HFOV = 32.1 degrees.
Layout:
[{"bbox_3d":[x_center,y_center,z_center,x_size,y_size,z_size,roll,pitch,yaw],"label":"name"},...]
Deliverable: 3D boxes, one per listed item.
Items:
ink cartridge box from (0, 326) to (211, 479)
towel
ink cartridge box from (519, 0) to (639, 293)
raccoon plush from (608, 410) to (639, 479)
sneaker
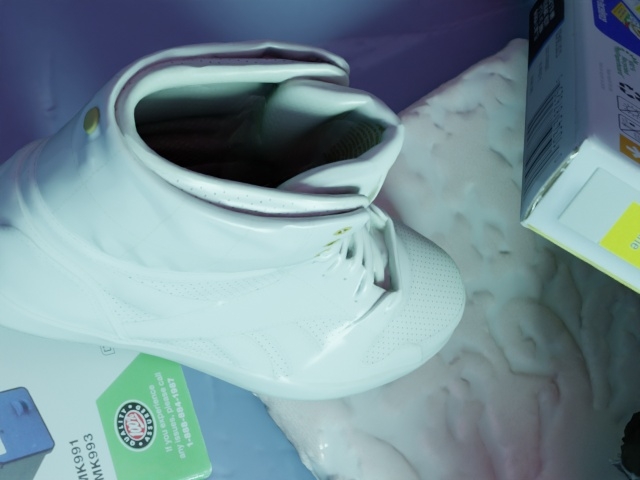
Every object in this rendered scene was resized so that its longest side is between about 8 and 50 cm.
[{"bbox_3d":[-0.180,0.075,0.532,0.212,0.093,0.154,-13,79,-28],"label":"ink cartridge box"},{"bbox_3d":[0.117,0.070,0.698,0.317,0.053,0.332,-36,91,-31],"label":"towel"},{"bbox_3d":[0.262,-0.026,0.662,0.307,0.072,0.303,32,30,-8],"label":"ink cartridge box"},{"bbox_3d":[0.305,0.269,0.631,0.446,0.216,0.299,20,86,-35],"label":"raccoon plush"},{"bbox_3d":[0.000,0.000,0.511,0.292,0.169,0.108,10,63,-39],"label":"sneaker"}]
